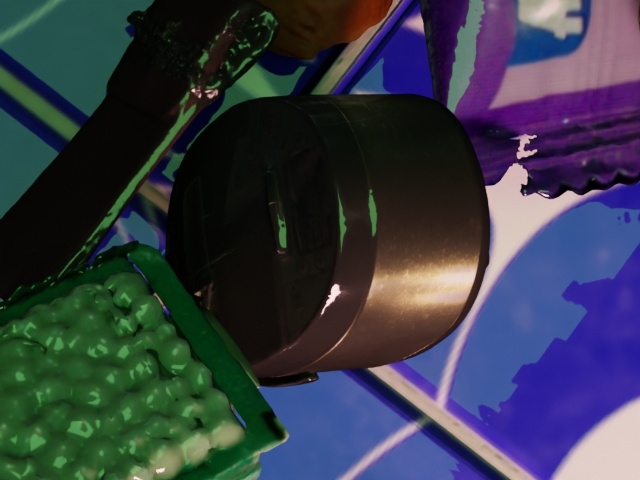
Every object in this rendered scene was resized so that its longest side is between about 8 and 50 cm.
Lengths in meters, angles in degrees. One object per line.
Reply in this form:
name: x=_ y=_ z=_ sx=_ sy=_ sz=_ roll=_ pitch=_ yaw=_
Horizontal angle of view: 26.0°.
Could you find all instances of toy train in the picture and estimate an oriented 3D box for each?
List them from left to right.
toy train: x=-0.147 y=0.111 z=0.497 sx=0.269 sy=0.154 sz=0.115 roll=-26 pitch=64 yaw=-25

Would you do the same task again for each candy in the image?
candy: x=0.095 y=-0.156 z=0.618 sx=0.145 sy=0.070 sz=0.275 roll=-9 pitch=90 yaw=-26

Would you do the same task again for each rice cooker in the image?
rice cooker: x=0.000 y=0.000 z=0.562 sx=0.106 sy=0.165 sz=0.112 roll=-5 pitch=79 yaw=-19

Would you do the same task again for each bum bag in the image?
bum bag: x=-0.088 y=-0.042 z=0.578 sx=0.026 sy=0.109 sz=0.159 roll=41 pitch=83 yaw=-28

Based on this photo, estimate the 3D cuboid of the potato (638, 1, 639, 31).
potato: x=0.226 y=-0.100 z=0.595 sx=0.200 sy=0.137 sz=0.154 roll=-12 pitch=87 yaw=-44

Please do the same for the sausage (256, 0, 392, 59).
sausage: x=-0.055 y=-0.221 z=0.601 sx=0.089 sy=0.083 sz=0.300 roll=-29 pitch=93 yaw=-22
